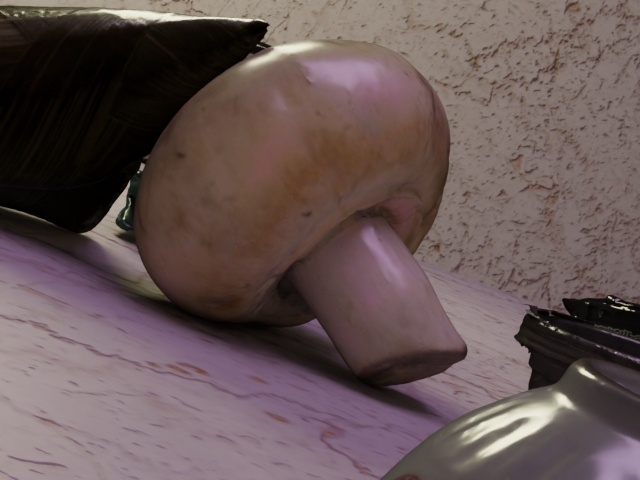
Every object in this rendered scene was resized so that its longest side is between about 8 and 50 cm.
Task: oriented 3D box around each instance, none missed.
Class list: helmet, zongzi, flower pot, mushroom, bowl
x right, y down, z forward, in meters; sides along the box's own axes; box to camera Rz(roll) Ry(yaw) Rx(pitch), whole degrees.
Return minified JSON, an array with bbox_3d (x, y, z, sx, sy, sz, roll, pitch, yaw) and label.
[{"bbox_3d":[0.462,0.173,1.984,0.279,0.160,0.231,5,-8,43],"label":"helmet"},{"bbox_3d":[-0.317,-0.180,1.424,0.403,0.207,0.432,14,-26,-32],"label":"zongzi"},{"bbox_3d":[0.284,0.164,1.358,0.236,0.140,0.235,21,3,-1],"label":"flower pot"},{"bbox_3d":[-0.025,-0.022,1.423,0.325,0.353,0.353,1,7,-5],"label":"mushroom"},{"bbox_3d":[0.179,0.163,0.762,0.337,0.157,0.337,21,5,-2],"label":"bowl"}]

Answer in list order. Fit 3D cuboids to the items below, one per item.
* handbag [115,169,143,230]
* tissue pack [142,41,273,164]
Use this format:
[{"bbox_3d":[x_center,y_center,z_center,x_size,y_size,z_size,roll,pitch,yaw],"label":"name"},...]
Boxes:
[{"bbox_3d":[-0.128,-0.013,1.859,0.269,0.100,0.274,18,4,-3],"label":"handbag"},{"bbox_3d":[-0.081,-0.155,1.863,0.210,0.198,0.370,17,4,12],"label":"tissue pack"}]
